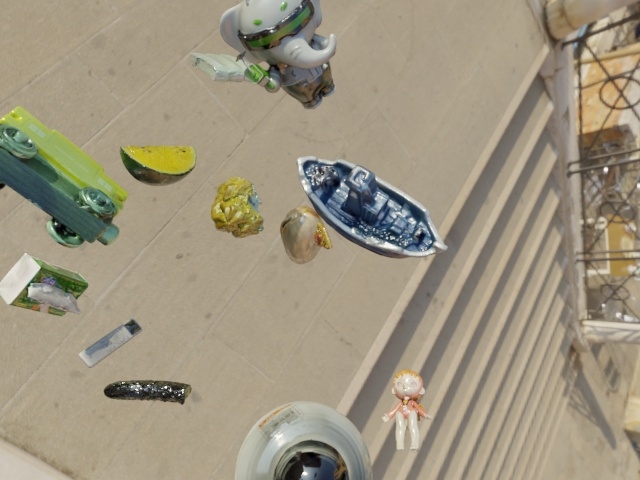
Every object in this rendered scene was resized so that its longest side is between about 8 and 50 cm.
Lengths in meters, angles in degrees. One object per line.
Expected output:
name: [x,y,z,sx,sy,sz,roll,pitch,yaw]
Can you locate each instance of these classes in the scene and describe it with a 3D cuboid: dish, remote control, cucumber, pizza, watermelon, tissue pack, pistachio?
dish: [-0.021,0.446,0.878,0.273,0.134,0.274,3,74,-10]
remote control: [-0.750,0.363,1.706,0.067,0.029,0.261,50,30,-1]
cucumber: [-0.602,0.522,1.642,0.081,0.303,0.072,-69,160,-68]
pizza: [0.000,0.000,1.310,0.025,0.078,0.083,-16,68,-32]
watermelon: [-0.342,-0.166,1.048,0.181,0.075,0.092,-10,103,-50]
tissue pack: [-0.870,0.161,1.510,0.148,0.156,0.209,-53,153,-6]
pistachio: [-0.057,-0.018,1.512,0.144,0.144,0.215,-36,149,-31]

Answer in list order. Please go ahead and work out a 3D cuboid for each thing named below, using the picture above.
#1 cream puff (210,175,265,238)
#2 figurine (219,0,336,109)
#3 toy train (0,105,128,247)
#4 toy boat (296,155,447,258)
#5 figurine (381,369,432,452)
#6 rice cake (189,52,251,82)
cream puff: [-0.199,-0.073,1.116,0.121,0.156,0.156,-10,93,-2]
figurine: [-0.045,-0.264,0.616,0.147,0.126,0.192,-35,126,2]
toy train: [-0.730,-0.171,1.287,0.179,0.272,0.442,-38,120,12]
toy boat: [0.084,-0.061,0.832,0.309,0.142,0.129,33,70,12]
figurine: [0.109,0.216,0.596,0.109,0.064,0.047,-76,153,-51]
rice cake: [-0.242,-0.429,1.161,0.127,0.237,0.043,-8,120,-28]
